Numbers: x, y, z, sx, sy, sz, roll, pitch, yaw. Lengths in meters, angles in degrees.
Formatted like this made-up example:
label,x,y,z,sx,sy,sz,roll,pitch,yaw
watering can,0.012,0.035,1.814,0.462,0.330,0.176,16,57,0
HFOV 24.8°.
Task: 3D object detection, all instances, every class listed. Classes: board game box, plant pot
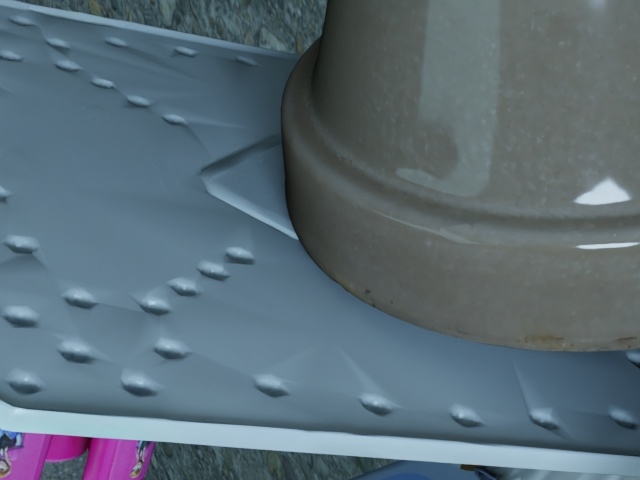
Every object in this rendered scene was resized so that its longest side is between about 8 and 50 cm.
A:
label,x,y,z,sx,sy,sz,roll,pitch,yaw
board game box,0.000,0.000,0.718,0.390,0.389,0.050,-120,44,-54
plant pot,0.103,-0.118,0.608,0.263,0.263,0.229,45,149,48

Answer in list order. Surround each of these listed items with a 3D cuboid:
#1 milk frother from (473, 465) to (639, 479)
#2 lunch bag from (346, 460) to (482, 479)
label,x,y,z,sx,sy,sz,roll,pitch,yaw
milk frother,0.185,0.126,0.792,0.129,0.135,0.143,46,171,-24
lunch bag,0.067,0.354,1.002,0.239,0.327,0.386,-141,37,-61
